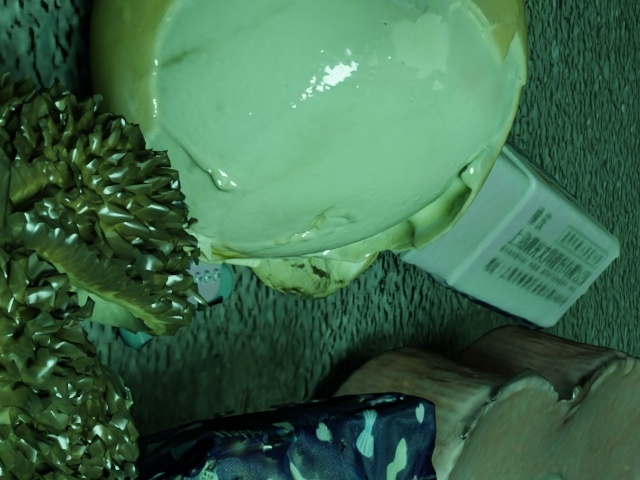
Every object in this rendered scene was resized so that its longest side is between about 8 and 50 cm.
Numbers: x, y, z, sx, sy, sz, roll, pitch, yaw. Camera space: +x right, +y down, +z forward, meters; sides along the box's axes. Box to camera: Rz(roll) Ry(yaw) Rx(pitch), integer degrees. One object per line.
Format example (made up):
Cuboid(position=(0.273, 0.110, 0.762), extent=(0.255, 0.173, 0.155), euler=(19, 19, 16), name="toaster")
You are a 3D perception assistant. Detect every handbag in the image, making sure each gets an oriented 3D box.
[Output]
Cuboid(position=(-0.051, 0.137, 0.704), extent=(0.260, 0.162, 0.113), euler=(-9, 87, -62), name="handbag")

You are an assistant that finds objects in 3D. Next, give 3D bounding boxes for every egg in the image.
Cuboid(position=(-0.006, -0.107, 0.714), extent=(0.201, 0.201, 0.244), euler=(45, 39, -54), name="egg")

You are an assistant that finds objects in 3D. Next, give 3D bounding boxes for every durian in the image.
Cuboid(position=(-0.008, -0.004, 0.902), extent=(0.066, 0.052, 0.130), euler=(-50, 150, 12), name="durian")
Cuboid(position=(-0.118, 0.022, 0.538), extent=(0.196, 0.167, 0.196), euler=(-177, -90, -79), name="durian")

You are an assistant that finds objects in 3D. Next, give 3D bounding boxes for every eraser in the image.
Cuboid(position=(0.089, -0.030, 0.941), extent=(0.086, 0.130, 0.287), euler=(-45, 155, 10), name="eraser")

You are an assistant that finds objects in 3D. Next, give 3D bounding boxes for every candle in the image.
Cuboid(position=(0.101, 0.198, 1.027), extent=(0.317, 0.131, 0.287), euler=(-10, 109, -51), name="candle")

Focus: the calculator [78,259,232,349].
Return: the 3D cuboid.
Cuboid(position=(-0.082, 0.006, 0.770), extent=(0.141, 0.019, 0.094), euler=(-12, 106, -61), name="calculator")
